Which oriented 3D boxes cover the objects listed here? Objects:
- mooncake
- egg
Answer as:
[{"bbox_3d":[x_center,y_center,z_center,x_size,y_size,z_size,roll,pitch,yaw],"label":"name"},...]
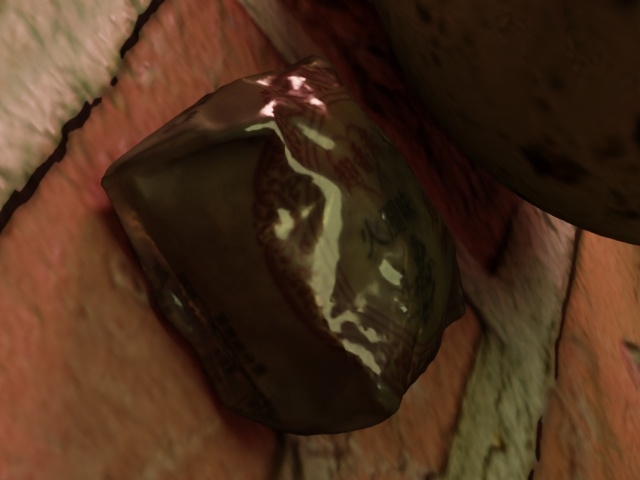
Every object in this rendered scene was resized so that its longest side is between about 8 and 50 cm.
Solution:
[{"bbox_3d":[0.000,0.000,0.615,0.130,0.073,0.125,62,28,-4],"label":"mooncake"},{"bbox_3d":[0.158,-0.168,0.776,0.287,0.287,0.379,39,40,-35],"label":"egg"}]
